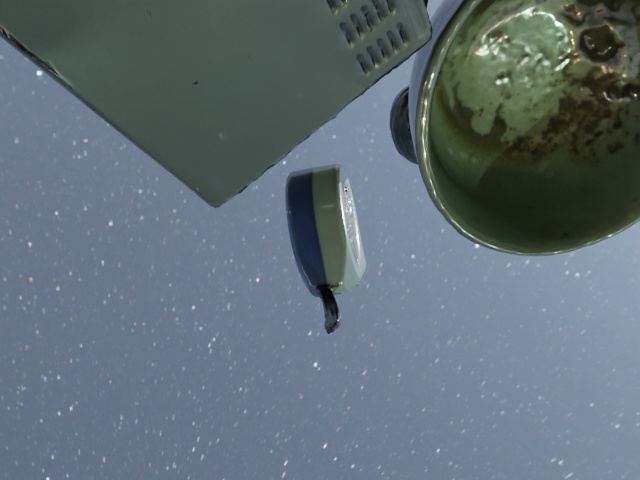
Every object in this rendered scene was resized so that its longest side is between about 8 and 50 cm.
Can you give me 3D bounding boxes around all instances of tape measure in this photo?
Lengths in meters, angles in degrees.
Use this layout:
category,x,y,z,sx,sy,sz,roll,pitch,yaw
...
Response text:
category,x,y,z,sx,sy,sz,roll,pitch,yaw
tape measure,0.000,0.000,1.030,0.098,0.351,0.215,-10,-84,7

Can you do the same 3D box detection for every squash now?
category,x,y,z,sx,sy,sz,roll,pitch,yaw
squash,0.231,-0.222,1.272,0.218,0.172,0.218,-2,-137,2

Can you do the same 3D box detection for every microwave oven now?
category,x,y,z,sx,sy,sz,roll,pitch,yaw
microwave oven,-0.117,-0.249,0.444,0.218,0.286,0.355,-38,-121,5

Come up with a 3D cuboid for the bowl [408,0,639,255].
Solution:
category,x,y,z,sx,sy,sz,roll,pitch,yaw
bowl,0.197,-0.143,0.618,0.289,0.289,0.146,0,-149,-16
